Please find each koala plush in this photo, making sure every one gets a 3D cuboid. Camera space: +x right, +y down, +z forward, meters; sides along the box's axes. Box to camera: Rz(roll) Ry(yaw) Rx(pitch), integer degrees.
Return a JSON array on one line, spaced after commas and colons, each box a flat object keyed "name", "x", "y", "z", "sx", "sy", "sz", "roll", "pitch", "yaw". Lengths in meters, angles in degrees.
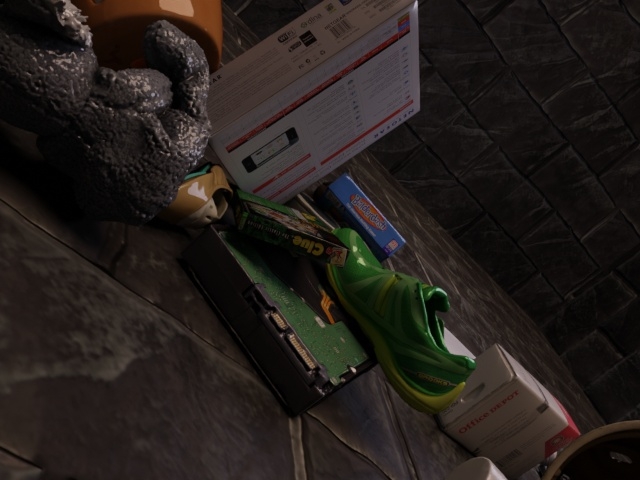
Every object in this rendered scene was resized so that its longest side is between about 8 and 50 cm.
[{"name": "koala plush", "x": -0.232, "y": -0.137, "z": 0.639, "sx": 0.221, "sy": 0.196, "sz": 0.203, "roll": 39, "pitch": 26, "yaw": -47}]

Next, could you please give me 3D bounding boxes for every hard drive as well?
[{"name": "hard drive", "x": -0.023, "y": 0.089, "z": 0.911, "sx": 0.237, "sy": 0.064, "sz": 0.339, "roll": 52, "pitch": 13, "yaw": 12}]

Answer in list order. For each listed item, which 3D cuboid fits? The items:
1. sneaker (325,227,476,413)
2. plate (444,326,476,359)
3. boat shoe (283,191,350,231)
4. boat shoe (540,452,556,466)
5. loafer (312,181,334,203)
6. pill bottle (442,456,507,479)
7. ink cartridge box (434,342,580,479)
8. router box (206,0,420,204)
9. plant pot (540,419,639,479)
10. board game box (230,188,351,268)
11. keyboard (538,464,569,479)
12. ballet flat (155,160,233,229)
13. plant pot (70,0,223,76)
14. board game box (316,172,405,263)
[{"name": "sneaker", "x": 0.109, "y": 0.089, "z": 0.927, "sx": 0.109, "sy": 0.123, "sz": 0.295, "roll": 27, "pitch": 26, "yaw": -56}, {"name": "plate", "x": 0.273, "y": 0.268, "z": 1.374, "sx": 0.278, "sy": 0.045, "sz": 0.277, "roll": 42, "pitch": 16, "yaw": -27}, {"name": "boat shoe", "x": 0.000, "y": 0.000, "z": 1.171, "sx": 0.254, "sy": 0.095, "sz": 0.079, "roll": 45, "pitch": 23, "yaw": 24}, {"name": "boat shoe", "x": 0.412, "y": 0.374, "z": 1.316, "sx": 0.063, "sy": 0.066, "sz": 0.184, "roll": 12, "pitch": 20, "yaw": 9}, {"name": "loafer", "x": 0.017, "y": -0.079, "z": 1.495, "sx": 0.078, "sy": 0.080, "sz": 0.220, "roll": 16, "pitch": 17, "yaw": 2}, {"name": "pill bottle", "x": 0.236, "y": 0.374, "z": 0.827, "sx": 0.208, "sy": 0.119, "sz": 0.119, "roll": 49, "pitch": 14, "yaw": -1}, {"name": "ink cartridge box", "x": 0.316, "y": 0.301, "z": 1.181, "sx": 0.218, "sy": 0.158, "sz": 0.092, "roll": 41, "pitch": 17, "yaw": -30}, {"name": "router box", "x": -0.009, "y": -0.203, "z": 1.024, "sx": 0.082, "sy": 0.335, "sz": 0.301, "roll": 54, "pitch": -4, "yaw": 20}, {"name": "plant pot", "x": 0.493, "y": 0.446, "z": 1.093, "sx": 0.334, "sy": 0.334, "sz": 0.305, "roll": 52, "pitch": 3, "yaw": 15}, {"name": "board game box", "x": -0.049, "y": -0.023, "z": 0.905, "sx": 0.136, "sy": 0.030, "sz": 0.260, "roll": 17, "pitch": 7, "yaw": -11}, {"name": "keyboard", "x": 0.527, "y": 0.542, "z": 1.467, "sx": 0.180, "sy": 0.023, "sz": 0.108, "roll": 43, "pitch": 21, "yaw": -26}, {"name": "ballet flat", "x": -0.154, "y": -0.053, "z": 0.875, "sx": 0.073, "sy": 0.080, "sz": 0.232, "roll": 58, "pitch": 13, "yaw": -10}, {"name": "plant pot", "x": -0.249, "y": -0.303, "z": 0.891, "sx": 0.291, "sy": 0.291, "sz": 0.203, "roll": 23, "pitch": 46, "yaw": -61}, {"name": "board game box", "x": 0.055, "y": -0.017, "z": 1.245, "sx": 0.160, "sy": 0.047, "sz": 0.210, "roll": 49, "pitch": -21, "yaw": 2}]
